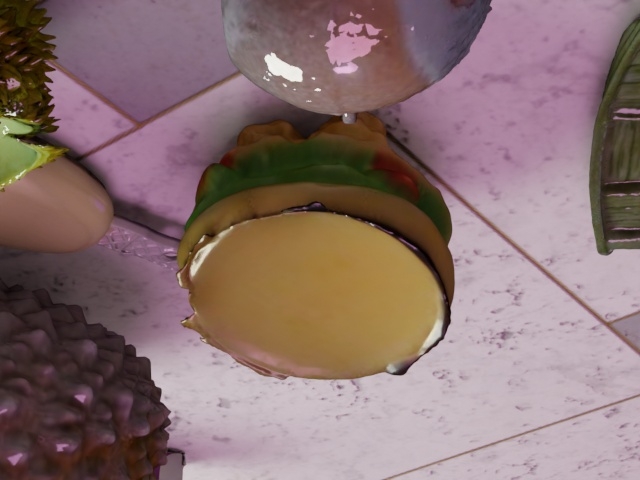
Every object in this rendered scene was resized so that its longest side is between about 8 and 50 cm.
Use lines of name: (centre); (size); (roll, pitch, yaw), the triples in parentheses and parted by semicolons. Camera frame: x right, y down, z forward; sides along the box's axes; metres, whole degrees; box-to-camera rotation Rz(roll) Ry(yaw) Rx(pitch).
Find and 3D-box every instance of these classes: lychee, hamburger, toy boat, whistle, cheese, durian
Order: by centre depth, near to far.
whistle: (0.020, -0.212, 0.899); (0.189, 0.189, 0.348); (-3, 133, 4)
durian: (-0.290, -0.111, 1.009); (0.236, 0.177, 0.200); (4, 178, -40)
toy boat: (0.257, -0.089, 1.166); (0.093, 0.055, 0.293); (-2, 146, 3)
hamburger: (0.000, 0.000, 1.213); (0.237, 0.149, 0.237); (2, 137, 2)
cheese: (-0.203, -0.019, 1.265); (0.251, 0.054, 0.127); (22, 143, -30)
lychee: (-0.342, 0.198, 1.305); (0.432, 0.380, 0.380); (-6, 147, -16)

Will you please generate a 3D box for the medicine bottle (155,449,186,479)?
medicine bottle: (-0.234, 0.304, 1.603); (0.171, 0.201, 0.052); (15, 138, -19)
